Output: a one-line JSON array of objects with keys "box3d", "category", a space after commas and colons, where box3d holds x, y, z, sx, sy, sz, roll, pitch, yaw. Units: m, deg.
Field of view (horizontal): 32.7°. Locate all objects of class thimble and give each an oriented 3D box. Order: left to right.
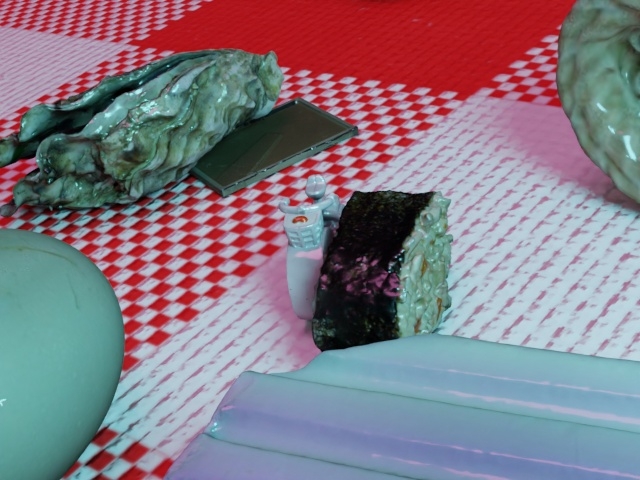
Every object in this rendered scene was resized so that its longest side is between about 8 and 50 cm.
[{"box3d": [0.292, -0.119, 0.760, 0.148, 0.196, 0.229, -34, 35, -32], "category": "thimble"}]

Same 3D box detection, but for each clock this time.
[{"box3d": [0.000, 0.000, 0.796, 0.041, 0.087, 0.129, -5, 24, 13], "category": "clock"}]

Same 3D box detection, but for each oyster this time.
[{"box3d": [-0.170, -0.102, 1.002, 0.268, 0.112, 0.198, -21, 13, 13], "category": "oyster"}]

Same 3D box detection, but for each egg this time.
[{"box3d": [-0.214, 0.083, 0.657, 0.168, 0.168, 0.231, 8, 32, 31], "category": "egg"}]

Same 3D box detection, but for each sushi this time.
[{"box3d": [0.045, 0.023, 0.733, 0.078, 0.090, 0.150, 3, 33, 18], "category": "sushi"}]

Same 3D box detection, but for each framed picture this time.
[{"box3d": [-0.054, -0.091, 1.029, 0.149, 0.011, 0.109, -27, 33, -21], "category": "framed picture"}]

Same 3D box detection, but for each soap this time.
[{"box3d": [0.089, 0.142, 0.503, 0.324, 0.109, 0.193, 4, 36, 28], "category": "soap"}]
